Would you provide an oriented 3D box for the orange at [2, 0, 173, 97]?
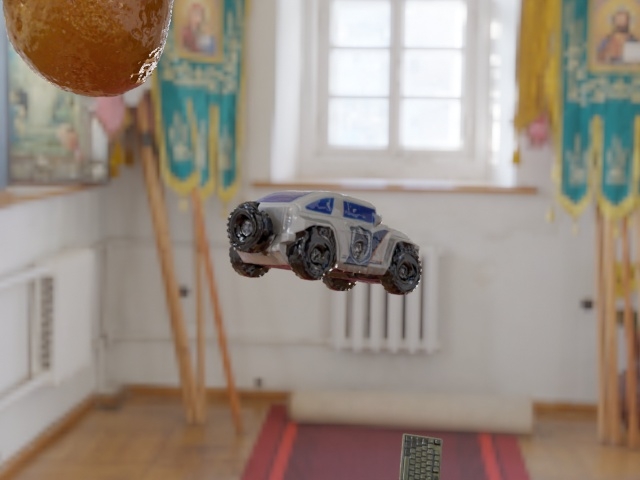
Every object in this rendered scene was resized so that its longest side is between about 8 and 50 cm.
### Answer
[{"bbox_3d":[-0.160,-0.165,0.978,0.117,0.135,0.135,13,4,-11],"label":"orange"}]

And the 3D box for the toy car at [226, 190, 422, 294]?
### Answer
[{"bbox_3d":[0.000,0.000,1.100,0.080,0.070,0.171,2,-7,44],"label":"toy car"}]

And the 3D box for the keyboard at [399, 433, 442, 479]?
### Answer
[{"bbox_3d":[0.115,0.291,1.687,0.049,0.129,0.015,12,-26,-10],"label":"keyboard"}]
